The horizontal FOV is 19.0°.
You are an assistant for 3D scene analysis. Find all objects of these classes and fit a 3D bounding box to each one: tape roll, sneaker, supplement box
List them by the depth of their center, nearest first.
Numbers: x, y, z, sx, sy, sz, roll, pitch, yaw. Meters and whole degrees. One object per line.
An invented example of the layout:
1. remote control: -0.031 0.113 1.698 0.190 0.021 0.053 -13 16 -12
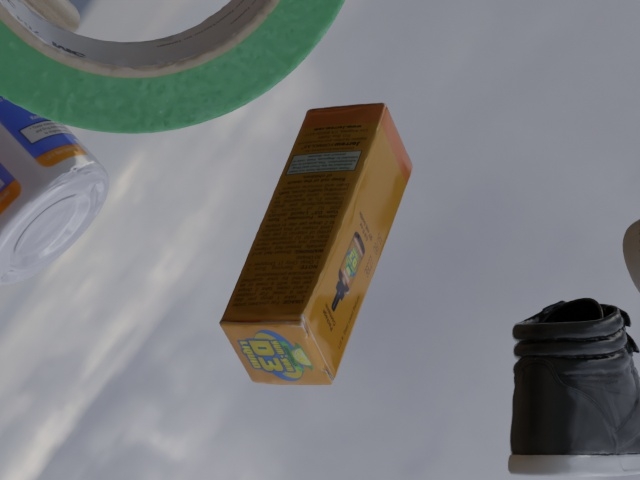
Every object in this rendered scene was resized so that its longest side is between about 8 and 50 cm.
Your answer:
1. tape roll: -0.129 -0.235 1.304 0.321 0.321 0.077 -50 -161 9
2. supplement box: 0.000 0.000 1.466 0.080 0.078 0.233 -3 -136 24
3. sneaker: 0.257 0.123 1.637 0.104 0.296 0.147 -2 -93 36

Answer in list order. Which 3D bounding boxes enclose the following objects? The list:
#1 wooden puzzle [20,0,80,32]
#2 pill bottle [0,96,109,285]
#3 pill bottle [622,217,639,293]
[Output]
1. wooden puzzle: -0.295 -0.281 1.497 0.044 0.221 0.238 -44 -131 2
2. pill bottle: -0.335 -0.101 1.750 0.152 0.272 0.152 -41 164 -14
3. pill bottle: 0.441 -0.013 1.990 0.229 0.131 0.131 -35 -160 35
